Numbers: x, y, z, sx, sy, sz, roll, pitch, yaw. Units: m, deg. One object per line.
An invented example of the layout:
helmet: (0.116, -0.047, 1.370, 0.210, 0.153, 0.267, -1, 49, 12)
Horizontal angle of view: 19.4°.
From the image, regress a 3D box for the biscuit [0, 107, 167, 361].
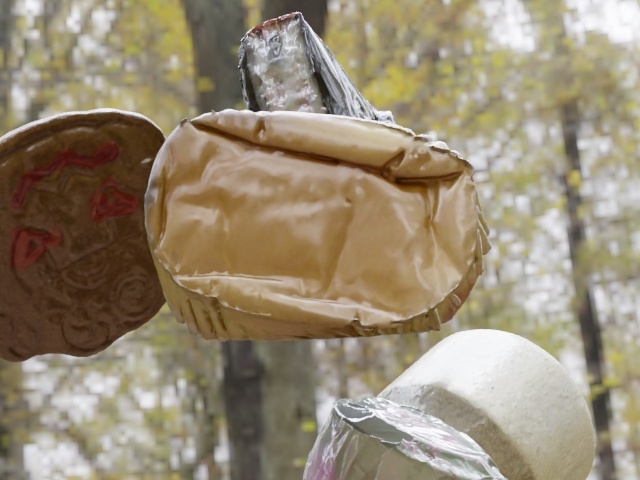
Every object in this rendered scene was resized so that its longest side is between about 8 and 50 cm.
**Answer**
biscuit: (-0.256, -0.004, 1.920, 0.273, 0.257, 0.049, -29, 25, -14)

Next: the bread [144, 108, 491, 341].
bread: (0.000, 0.000, 1.593, 0.288, 0.204, 0.156, 0, -20, 7)

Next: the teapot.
teapot: (0.082, 0.252, 1.645, 0.222, 0.178, 0.163, 23, 8, -7)

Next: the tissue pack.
tissue pack: (0.023, -0.079, 1.984, 0.123, 0.245, 0.332, -18, -20, 12)

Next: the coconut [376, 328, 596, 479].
coconut: (0.183, 0.225, 2.098, 0.237, 0.237, 0.266, -30, 6, 45)
